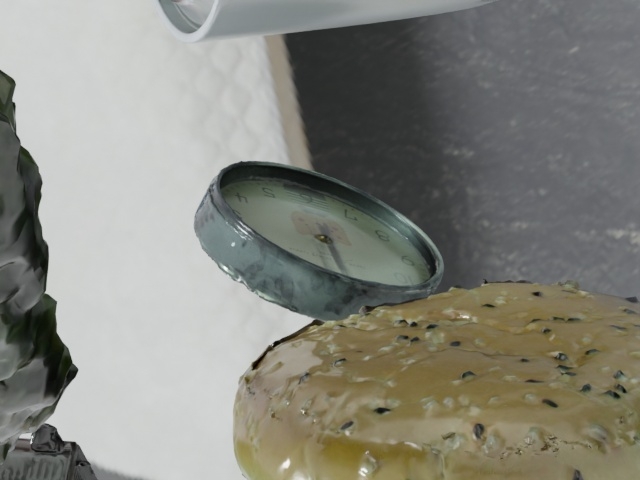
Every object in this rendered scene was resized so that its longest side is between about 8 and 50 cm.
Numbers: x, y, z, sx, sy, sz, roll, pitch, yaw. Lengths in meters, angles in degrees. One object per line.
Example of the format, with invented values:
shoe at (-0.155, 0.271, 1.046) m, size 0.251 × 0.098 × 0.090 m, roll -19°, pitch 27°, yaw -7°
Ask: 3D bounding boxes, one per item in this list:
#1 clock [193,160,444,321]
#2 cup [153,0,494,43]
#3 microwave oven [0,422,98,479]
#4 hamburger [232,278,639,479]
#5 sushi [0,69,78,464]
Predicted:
clock at (0.000, 0.000, 1.205) m, size 0.226 × 0.226 × 0.049 m, roll 33°, pitch 114°, yaw 26°
cup at (0.035, -0.298, 1.082) m, size 0.253 × 0.371 × 0.253 m, roll 171°, pitch 90°, yaw -69°
microwave oven at (-0.290, 0.289, 1.113) m, size 0.188 × 0.247 × 0.178 m, roll 6°, pitch 153°, yaw 0°
hamburger at (0.119, 0.152, 0.852) m, size 0.277 × 0.318 × 0.195 m, roll -154°, pitch 56°, yaw -66°
sushi at (-0.244, -0.047, 0.577) m, size 0.294 × 0.178 × 0.352 m, roll 51°, pitch 154°, yaw 29°
